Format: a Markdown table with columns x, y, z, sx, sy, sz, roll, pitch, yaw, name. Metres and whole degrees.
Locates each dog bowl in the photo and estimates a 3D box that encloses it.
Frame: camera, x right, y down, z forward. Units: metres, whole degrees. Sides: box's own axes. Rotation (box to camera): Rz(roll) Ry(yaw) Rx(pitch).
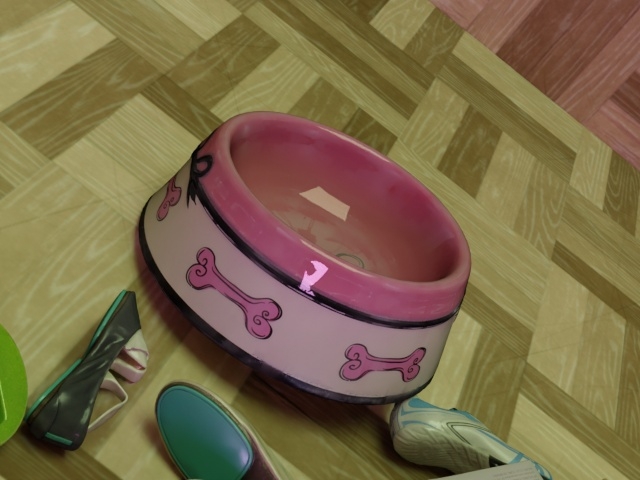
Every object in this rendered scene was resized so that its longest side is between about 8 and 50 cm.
| x | y | z | sx | sy | sz | roll | pitch | yaw | name |
| --- | --- | --- | --- | --- | --- | --- | --- | --- | --- |
| 0.000 | 0.000 | 1.376 | 0.408 | 0.150 | 0.408 | 24 | 28 | -14 | dog bowl |

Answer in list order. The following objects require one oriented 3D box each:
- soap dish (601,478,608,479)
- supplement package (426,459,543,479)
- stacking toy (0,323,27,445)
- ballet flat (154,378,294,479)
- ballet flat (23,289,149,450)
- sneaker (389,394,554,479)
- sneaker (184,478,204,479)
| x | y | z | sx | sy | sz | roll | pitch | yaw | name |
| --- | --- | --- | --- | --- | --- | --- | --- | --- | --- |
| 0.363 | 0.432 | 1.295 | 0.291 | 0.118 | 0.229 | 49 | 32 | 15 | soap dish |
| 0.176 | 0.385 | 1.093 | 0.175 | 0.177 | 0.293 | 2 | 47 | -46 | supplement package |
| -0.404 | 0.101 | 0.949 | 0.279 | 0.130 | 0.309 | 61 | 29 | -17 | stacking toy |
| -0.068 | 0.237 | 1.133 | 0.248 | 0.086 | 0.086 | 49 | 32 | 11 | ballet flat |
| -0.210 | 0.128 | 1.113 | 0.074 | 0.074 | 0.203 | 37 | 37 | -6 | ballet flat |
| 0.186 | 0.249 | 1.372 | 0.237 | 0.085 | 0.086 | 29 | 40 | -20 | sneaker |
| -0.124 | 0.293 | 0.962 | 0.161 | 0.102 | 0.282 | 51 | 21 | 9 | sneaker |
